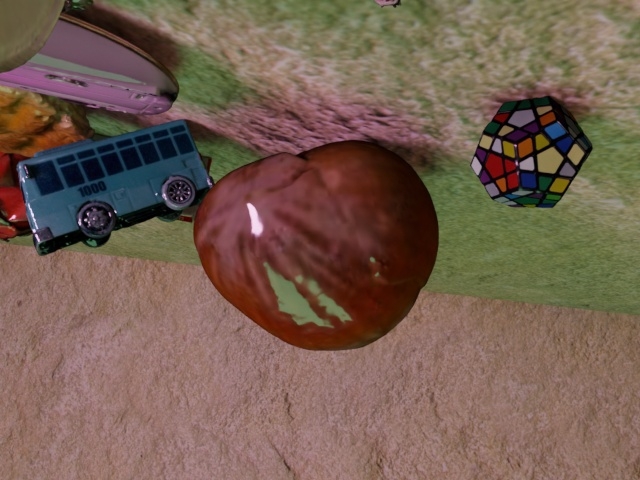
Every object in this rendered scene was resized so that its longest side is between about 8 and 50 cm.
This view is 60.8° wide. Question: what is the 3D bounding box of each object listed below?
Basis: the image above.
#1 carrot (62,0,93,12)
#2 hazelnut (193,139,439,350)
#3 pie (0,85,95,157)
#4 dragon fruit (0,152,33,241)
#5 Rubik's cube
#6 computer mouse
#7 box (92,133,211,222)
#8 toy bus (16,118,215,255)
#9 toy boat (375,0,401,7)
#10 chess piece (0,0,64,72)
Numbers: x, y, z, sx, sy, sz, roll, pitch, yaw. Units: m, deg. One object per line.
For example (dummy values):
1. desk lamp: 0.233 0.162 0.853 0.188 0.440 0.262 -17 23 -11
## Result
1. carrot: -0.358 -0.244 0.445 0.336 0.069 0.069 13 169 -8
2. hazelnut: 0.000 0.000 0.810 0.373 0.315 0.372 -13 156 -6
3. pie: -0.487 -0.197 0.750 0.340 0.083 0.339 5 169 1
4. dragon fruit: -0.576 -0.093 1.010 0.274 0.193 0.192 45 -169 -38
5. Rubik's cube: 0.242 -0.099 0.628 0.112 0.133 0.133 32 178 20
6. computer mouse: -0.309 -0.201 0.581 0.311 0.071 0.158 8 178 -29
7. box: -0.318 -0.110 0.964 0.230 0.122 0.050 11 164 -12
8. toy bus: -0.304 -0.080 0.805 0.256 0.147 0.128 -22 179 -26
9. toy boat: 0.000 -0.208 0.387 0.210 0.066 0.084 14 163 35
10. chess piece: -0.352 -0.217 0.333 0.331 0.182 0.182 12 170 9
